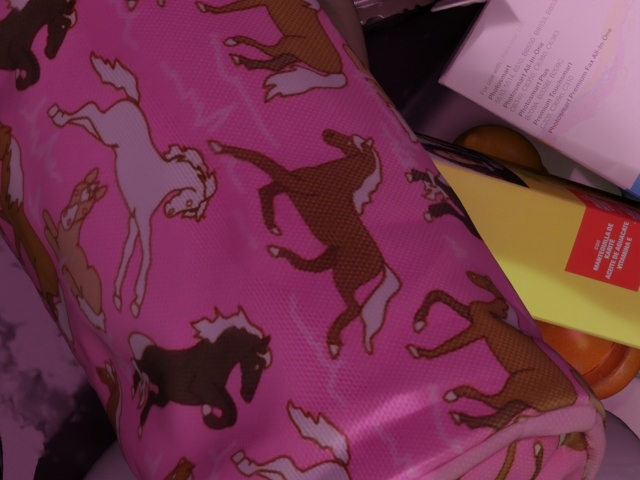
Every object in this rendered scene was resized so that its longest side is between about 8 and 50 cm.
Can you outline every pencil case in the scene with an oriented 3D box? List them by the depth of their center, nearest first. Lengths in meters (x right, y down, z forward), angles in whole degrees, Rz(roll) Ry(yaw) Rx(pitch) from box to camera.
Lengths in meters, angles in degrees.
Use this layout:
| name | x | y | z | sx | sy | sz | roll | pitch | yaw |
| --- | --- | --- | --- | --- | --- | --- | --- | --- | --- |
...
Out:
| name | x | y | z | sx | sy | sz | roll | pitch | yaw |
| --- | --- | --- | --- | --- | --- | --- | --- | --- | --- |
| pencil case | -0.051 | -0.014 | 0.749 | 0.160 | 0.167 | 0.386 | -25 | 61 | -20 |

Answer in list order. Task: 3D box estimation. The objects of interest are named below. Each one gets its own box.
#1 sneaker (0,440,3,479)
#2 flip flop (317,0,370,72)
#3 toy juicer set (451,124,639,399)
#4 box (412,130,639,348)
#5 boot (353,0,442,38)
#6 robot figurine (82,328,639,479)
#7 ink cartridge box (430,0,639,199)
| name | x | y | z | sx | sy | sz | roll | pitch | yaw |
| --- | --- | --- | --- | --- | --- | --- | --- | --- | --- |
| sneaker | -0.229 | 0.052 | 0.870 | 0.132 | 0.086 | 0.228 | -7 | 120 | 1 |
| flip flop | 0.000 | 0.000 | 0.908 | 0.112 | 0.080 | 0.277 | -14 | 119 | -7 |
| toy juicer set | 0.163 | -0.071 | 0.966 | 0.209 | 0.089 | 0.329 | -4 | 99 | 6 |
| box | 0.121 | 0.007 | 0.860 | 0.232 | 0.087 | 0.058 | 17 | 99 | -16 |
| boot | -0.043 | -0.190 | 0.931 | 0.190 | 0.076 | 0.208 | -14 | 88 | -11 |
| robot figurine | 0.028 | 0.169 | 0.872 | 0.353 | 0.200 | 0.300 | 2 | 92 | -20 |
| ink cartridge box | 0.122 | -0.087 | 0.874 | 0.143 | 0.092 | 0.090 | 30 | 100 | -1 |
